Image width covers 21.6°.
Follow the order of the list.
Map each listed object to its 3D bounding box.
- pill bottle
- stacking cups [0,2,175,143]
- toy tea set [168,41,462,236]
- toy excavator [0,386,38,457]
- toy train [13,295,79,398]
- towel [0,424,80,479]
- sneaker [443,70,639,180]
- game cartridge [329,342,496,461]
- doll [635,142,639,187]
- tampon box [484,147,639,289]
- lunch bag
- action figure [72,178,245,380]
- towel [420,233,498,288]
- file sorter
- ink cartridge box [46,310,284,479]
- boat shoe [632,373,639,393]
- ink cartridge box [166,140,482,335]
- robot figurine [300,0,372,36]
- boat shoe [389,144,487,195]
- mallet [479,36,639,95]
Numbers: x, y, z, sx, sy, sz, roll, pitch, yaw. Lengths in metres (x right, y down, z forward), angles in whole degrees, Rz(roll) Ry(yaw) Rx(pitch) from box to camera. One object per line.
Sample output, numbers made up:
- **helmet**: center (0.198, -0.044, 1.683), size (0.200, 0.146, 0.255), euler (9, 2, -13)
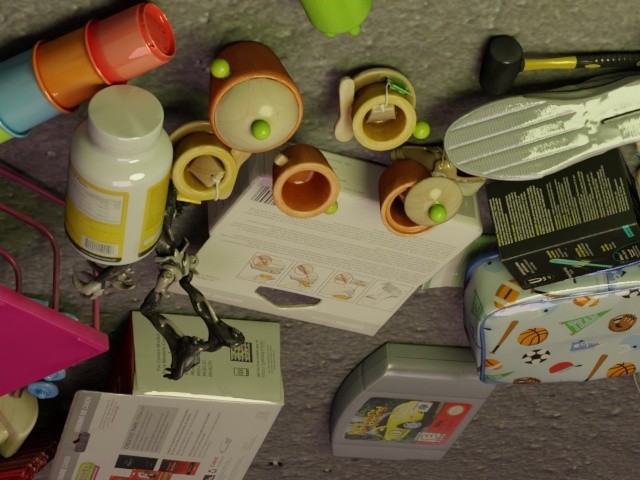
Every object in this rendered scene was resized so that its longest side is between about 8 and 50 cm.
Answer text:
- **pill bottle**: center (-0.203, -0.067, 1.690), size (0.103, 0.103, 0.184), euler (2, 140, -11)
- **stacking cups**: center (-0.296, -0.156, 1.689), size (0.316, 0.096, 0.096), euler (-23, 144, 24)
- **toy tea set**: center (0.004, -0.085, 1.748), size (0.336, 0.124, 0.200), euler (9, 124, -18)
- **toy excavator**: center (-0.639, 0.249, 2.135), size (0.445, 0.433, 0.222), euler (34, 139, -6)
- **toy train**: center (-0.377, 0.140, 2.169), size (0.105, 0.080, 0.184), euler (15, 147, -12)
- **towel**: center (-0.458, 0.312, 2.323), size (0.198, 0.031, 0.275), euler (-10, -174, 9)
- **sneaker**: center (0.260, -0.122, 1.797), size (0.258, 0.094, 0.091), euler (-9, -172, 5)
- **game cartridge**: center (0.120, 0.239, 2.410), size (0.196, 0.060, 0.294), euler (8, 146, -12)
- **doll**: center (0.412, -0.109, 1.889), size (0.129, 0.046, 0.189), euler (-1, 156, -24)
- **tampon box**: center (0.288, -0.024, 1.940), size (0.161, 0.101, 0.120), euler (-16, 157, 15)
- **lunch bag**: center (0.332, 0.078, 2.100), size (0.303, 0.115, 0.243), euler (-10, 147, -1)
- **action figure**: center (-0.198, 0.016, 1.872), size (0.141, 0.276, 0.164), euler (-15, -166, 43)
- **towel**: center (0.207, 0.029, 2.108), size (0.152, 0.023, 0.113), euler (2, 148, -10)
- **file sorter**: center (-0.418, 0.061, 1.931), size (0.290, 0.182, 0.202), euler (-24, 144, 30)
- **ink cartridge box**: center (-0.218, 0.227, 2.272), size (0.271, 0.130, 0.309), euler (6, 146, -16)
- **boat shoe**: center (0.513, 0.128, 2.222), size (0.099, 0.116, 0.319), euler (-13, 153, -23)
- **ink cartridge box**: center (0.000, 0.000, 1.994), size (0.296, 0.066, 0.261), euler (14, 143, -26)
- **robot figurine**: center (0.010, -0.244, 1.602), size (0.101, 0.067, 0.115), euler (-1, 150, 17)
- **boat shoe**: center (0.138, -0.088, 1.892), size (0.135, 0.050, 0.045), euler (10, 143, -40)
- **mallet**: center (0.261, -0.192, 1.753), size (0.189, 0.039, 0.062), euler (-8, 150, -3)
